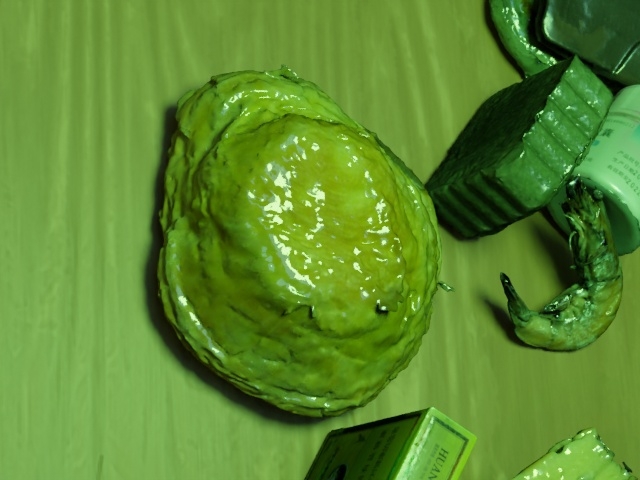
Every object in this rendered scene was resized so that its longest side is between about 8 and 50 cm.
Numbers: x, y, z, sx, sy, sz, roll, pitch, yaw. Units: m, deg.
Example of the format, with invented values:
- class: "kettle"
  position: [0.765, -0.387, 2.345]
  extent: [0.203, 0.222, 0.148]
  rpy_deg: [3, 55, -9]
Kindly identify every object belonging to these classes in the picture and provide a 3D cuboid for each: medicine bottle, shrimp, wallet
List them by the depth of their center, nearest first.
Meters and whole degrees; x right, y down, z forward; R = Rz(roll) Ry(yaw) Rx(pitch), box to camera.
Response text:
- class: "shrimp"
  position: [0.267, 0.033, 1.607]
  extent: [0.150, 0.051, 0.217]
  rpy_deg: [-23, 120, -16]
- class: "medicine bottle"
  position: [0.350, -0.082, 1.675]
  extent: [0.135, 0.135, 0.168]
  rpy_deg: [46, 64, -6]
- class: "wallet"
  position: [0.394, -0.252, 1.734]
  extent: [0.310, 0.042, 0.165]
  rpy_deg: [22, 74, -22]

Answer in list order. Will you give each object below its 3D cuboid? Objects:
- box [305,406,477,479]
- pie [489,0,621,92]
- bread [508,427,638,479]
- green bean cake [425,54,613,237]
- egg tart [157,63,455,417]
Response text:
- class: "box"
  position: [0.048, 0.244, 1.405]
  extent: [0.064, 0.220, 0.141]
  rpy_deg: [34, 66, -13]
- class: "pie"
  position: [0.307, -0.284, 1.756]
  extent: [0.241, 0.054, 0.240]
  rpy_deg: [6, 74, -22]
- class: "bread"
  position: [0.184, 0.318, 1.429]
  extent: [0.239, 0.246, 0.111]
  rpy_deg: [-35, 67, -27]
- class: "green bean cake"
  position: [0.219, -0.099, 1.593]
  extent: [0.094, 0.185, 0.183]
  rpy_deg: [42, 63, -9]
- class: "egg tart"
  position: [0.000, 0.000, 1.493]
  extent: [0.340, 0.153, 0.351]
  rpy_deg: [20, 70, -21]
